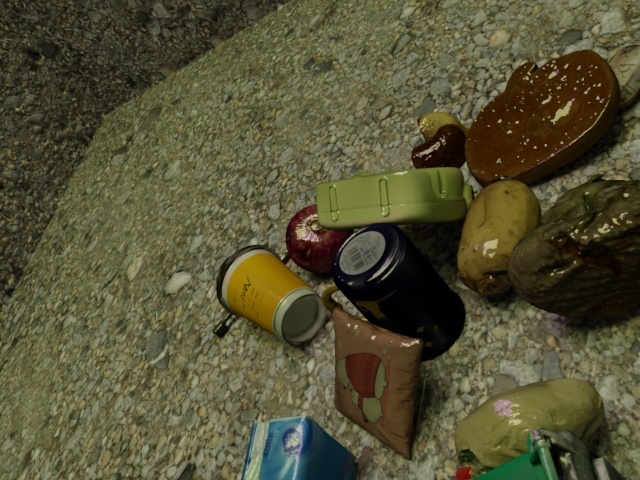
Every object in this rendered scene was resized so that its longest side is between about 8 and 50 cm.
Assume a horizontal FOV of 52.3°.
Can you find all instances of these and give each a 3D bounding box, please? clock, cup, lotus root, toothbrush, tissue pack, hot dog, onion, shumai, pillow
[{"bbox_3d":[0.186,-0.091,1.421,0.286,0.348,0.118,-4,92,42],"label":"clock"},{"bbox_3d":[0.117,0.119,1.295,0.254,0.256,0.178,-33,36,16],"label":"cup"},{"bbox_3d":[0.355,-0.016,1.293,0.160,0.146,0.284,-34,30,47],"label":"lotus root"},{"bbox_3d":[-0.184,0.143,1.762,0.297,0.030,0.030,-48,26,-10],"label":"toothbrush"},{"bbox_3d":[-0.119,0.133,1.585,0.196,0.196,0.279,-50,43,-11],"label":"cup"},{"bbox_3d":[-0.042,0.471,1.130,0.146,0.198,0.264,-15,44,29],"label":"tissue pack"},{"bbox_3d":[0.666,-0.359,1.436,0.108,0.059,0.191,15,59,43],"label":"hot dog"},{"bbox_3d":[-0.002,-0.004,1.639,0.177,0.153,0.177,-17,41,15],"label":"onion"},{"bbox_3d":[0.480,-0.036,1.128,0.345,0.217,0.283,-19,38,15],"label":"shumai"},{"bbox_3d":[0.101,0.263,1.236,0.084,0.236,0.223,-10,16,-39],"label":"pillow"}]

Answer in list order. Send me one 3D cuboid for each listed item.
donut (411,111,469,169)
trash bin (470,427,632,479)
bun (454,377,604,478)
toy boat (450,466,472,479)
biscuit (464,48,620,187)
[{"bbox_3d":[0.303,-0.255,1.656,0.141,0.085,0.217,-20,39,30],"label":"donut"},{"bbox_3d":[0.232,0.436,0.838,0.381,0.295,0.259,-33,35,24],"label":"trash bin"},{"bbox_3d":[0.313,0.298,0.977,0.237,0.209,0.116,-42,48,24],"label":"bun"},{"bbox_3d":[0.172,0.339,0.755,0.105,0.034,0.149,-20,33,56],"label":"toy boat"},{"bbox_3d":[0.486,-0.276,1.471,0.367,0.063,0.314,-33,41,34],"label":"biscuit"}]
